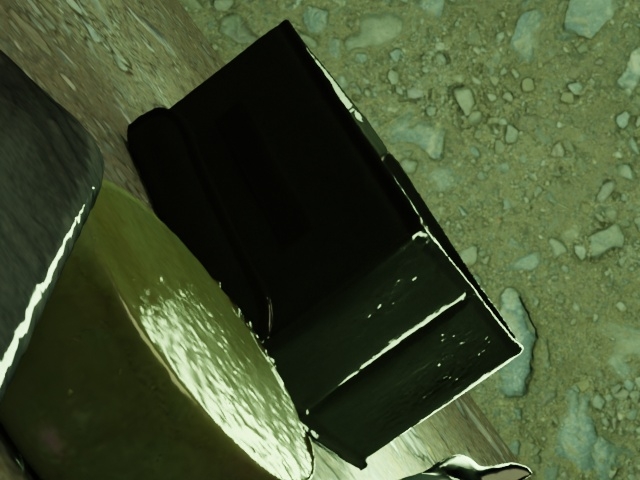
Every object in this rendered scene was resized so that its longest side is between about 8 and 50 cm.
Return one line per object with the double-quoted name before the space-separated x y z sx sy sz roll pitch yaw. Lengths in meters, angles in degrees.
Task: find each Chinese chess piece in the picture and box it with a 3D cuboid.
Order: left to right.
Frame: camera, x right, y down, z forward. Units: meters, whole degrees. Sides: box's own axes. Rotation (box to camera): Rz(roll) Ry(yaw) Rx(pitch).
"Chinese chess piece" -0.098 0.075 0.707 0.237 0.092 0.238 51 8 -10

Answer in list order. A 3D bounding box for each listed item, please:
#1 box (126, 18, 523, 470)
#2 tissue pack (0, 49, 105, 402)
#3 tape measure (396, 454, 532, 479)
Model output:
"box" -0.001 0.001 1.212 0.251 0.204 0.345 46 10 -47
"tissue pack" -0.217 -0.049 0.402 0.288 0.124 0.394 52 8 -15
"tape measure" 0.027 0.187 0.651 0.107 0.181 0.182 59 -28 10
